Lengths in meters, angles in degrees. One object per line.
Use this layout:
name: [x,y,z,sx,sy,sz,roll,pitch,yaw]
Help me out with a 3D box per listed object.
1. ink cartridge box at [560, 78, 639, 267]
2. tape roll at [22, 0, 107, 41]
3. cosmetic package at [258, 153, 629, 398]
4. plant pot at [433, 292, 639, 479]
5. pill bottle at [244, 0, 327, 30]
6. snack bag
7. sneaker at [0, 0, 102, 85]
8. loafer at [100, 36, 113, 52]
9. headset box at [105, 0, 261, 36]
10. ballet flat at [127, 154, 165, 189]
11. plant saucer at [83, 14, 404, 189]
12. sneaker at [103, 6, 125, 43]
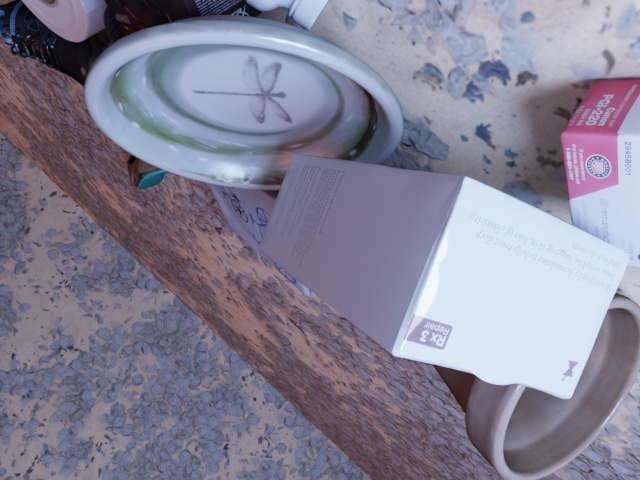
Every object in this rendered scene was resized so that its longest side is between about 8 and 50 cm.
ink cartridge box: [0.334,-0.047,0.421,0.218,0.092,0.158,13,142,43]
tape roll: [-0.465,-0.494,0.863,0.286,0.100,0.286,33,152,20]
cosmetic package: [0.095,0.013,0.579,0.217,0.156,0.385,19,-178,-27]
plant pot: [0.255,0.146,0.690,0.229,0.263,0.263,37,160,54]
pill bottle: [-0.076,-0.323,0.522,0.216,0.121,0.121,33,156,-13]
snack bag: [-0.149,-0.054,1.129,0.343,0.037,0.323,37,156,33]
sneaker: [-0.562,-0.397,1.038,0.341,0.140,0.125,36,136,28]
loafer: [-0.451,-0.399,1.069,0.045,0.039,0.125,19,173,-34]
headset box: [-0.232,-0.410,0.647,0.218,0.110,0.293,20,146,40]
ballet flat: [-0.415,-0.210,1.242,0.342,0.116,0.124,-4,108,62]
plant saucer: [-0.092,-0.182,0.673,0.401,0.100,0.400,2,164,0]
sneaker: [-0.242,-0.275,0.873,0.319,0.112,0.131,47,170,0]
